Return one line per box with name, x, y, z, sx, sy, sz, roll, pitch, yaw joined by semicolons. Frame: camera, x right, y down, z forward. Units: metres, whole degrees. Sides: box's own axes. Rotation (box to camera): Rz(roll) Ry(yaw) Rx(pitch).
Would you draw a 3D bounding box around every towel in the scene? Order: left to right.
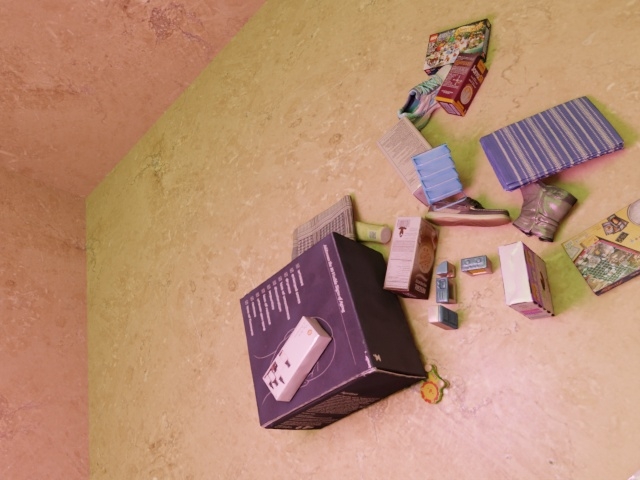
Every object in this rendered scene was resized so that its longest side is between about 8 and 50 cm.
towel;0.000;0.000;1.922;0.324;0.056;0.312;-32;41;31
towel;0.668;-0.287;1.462;0.336;0.040;0.243;-21;49;12

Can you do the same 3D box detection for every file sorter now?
file sorter;0.376;-0.196;1.557;0.118;0.170;0.104;-22;21;11

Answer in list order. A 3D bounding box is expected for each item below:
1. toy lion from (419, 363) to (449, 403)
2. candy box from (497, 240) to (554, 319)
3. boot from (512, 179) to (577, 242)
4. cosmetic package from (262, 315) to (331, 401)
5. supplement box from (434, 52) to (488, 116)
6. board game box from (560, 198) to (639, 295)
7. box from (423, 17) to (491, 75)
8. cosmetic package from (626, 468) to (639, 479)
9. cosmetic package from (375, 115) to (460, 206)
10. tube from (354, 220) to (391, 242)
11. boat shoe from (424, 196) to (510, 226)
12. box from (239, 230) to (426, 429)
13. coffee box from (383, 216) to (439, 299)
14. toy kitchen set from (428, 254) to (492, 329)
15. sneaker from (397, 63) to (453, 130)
toy lion;0.337;0.443;1.511;0.096;0.034;0.100;-54;46;20
candy box;0.559;0.113;1.341;0.070;0.196;0.165;-18;61;35
boot;0.616;-0.108;1.474;0.246;0.083;0.161;43;107;44
cosmetic package;-0.072;0.351;1.467;0.099;0.060;0.239;42;104;44
supplement box;0.498;-0.549;1.745;0.081;0.104;0.188;30;92;43
board game box;0.789;0.014;1.293;0.243;0.042;0.165;-36;52;24
box;0.509;-0.719;1.850;0.233;0.044;0.159;0;72;41
cosmetic package;0.874;0.483;0.980;0.377;0.097;0.284;-49;49;13
cosmetic package;0.339;-0.281;1.750;0.153;0.129;0.296;-40;50;18
tube;0.157;-0.034;1.856;0.070;0.062;0.240;-34;27;-34
boat shoe;0.465;-0.096;1.582;0.285;0.103;0.092;3;78;48
box;0.016;0.313;1.646;0.471;0.297;0.480;-37;51;30
coffee box;0.302;0.059;1.628;0.098;0.141;0.247;1;74;41
toy kitchen set;0.425;0.153;1.493;0.166;0.122;0.207;-12;65;37
sneaker;0.394;-0.534;1.816;0.283;0.122;0.110;-53;47;10
